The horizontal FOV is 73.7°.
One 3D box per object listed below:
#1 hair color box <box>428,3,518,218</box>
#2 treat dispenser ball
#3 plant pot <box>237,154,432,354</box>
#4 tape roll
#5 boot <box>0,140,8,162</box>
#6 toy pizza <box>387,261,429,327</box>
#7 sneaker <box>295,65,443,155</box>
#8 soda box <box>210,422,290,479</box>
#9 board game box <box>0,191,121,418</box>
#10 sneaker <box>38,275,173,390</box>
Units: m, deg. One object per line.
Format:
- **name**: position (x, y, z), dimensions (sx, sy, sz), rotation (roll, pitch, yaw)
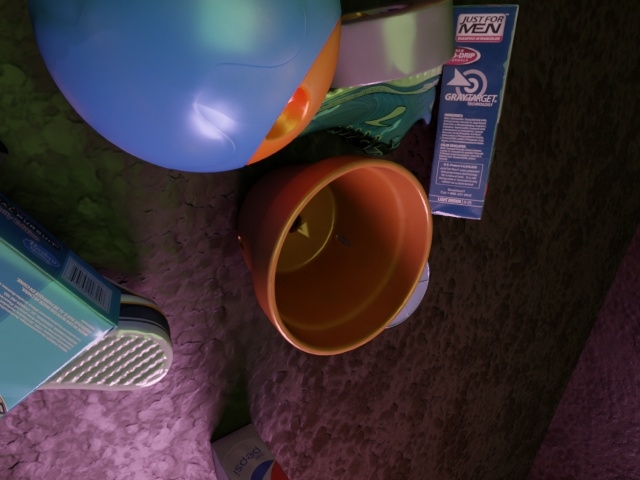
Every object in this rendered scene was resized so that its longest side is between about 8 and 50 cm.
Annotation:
- **hair color box**: position (0.278, -0.233, 0.792), dimensions (0.174, 0.105, 0.348), rotation (-47, 141, -59)
- **treat dispenser ball**: position (-0.122, -0.213, 0.428), dimensions (0.288, 0.288, 0.289), rotation (-15, 118, -31)
- **plant pot**: position (0.000, 0.000, 0.671), dimensions (0.290, 0.203, 0.291), rotation (-15, 117, -31)
- **tape roll**: position (0.071, -0.276, 0.589), dimensions (0.219, 0.219, 0.072), rotation (-28, 125, -24)
- **boot**: position (-0.488, -0.062, 0.361), dimensions (0.280, 0.096, 0.264), rotation (-45, 146, -6)
- **toy pizza**: position (0.163, 0.101, 0.951), dimensions (0.201, 0.032, 0.202), rotation (-15, 117, -31)
- **sneaker**: position (0.074, -0.199, 0.687), dimensions (0.329, 0.129, 0.147), rotation (-21, 119, -28)
- **soda box**: position (-0.096, 0.465, 0.750), dimensions (0.091, 0.286, 0.098), rotation (-16, 117, -30)
- **board game box**: position (-0.403, 0.088, 0.373), dimensions (0.336, 0.079, 0.254), rotation (-39, 120, -3)
- **sneaker**: position (-0.348, 0.104, 0.516), dimensions (0.320, 0.127, 0.126), rotation (17, 105, -28)
